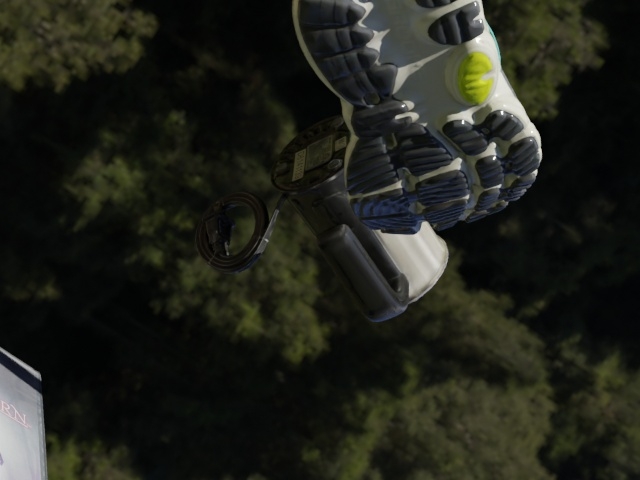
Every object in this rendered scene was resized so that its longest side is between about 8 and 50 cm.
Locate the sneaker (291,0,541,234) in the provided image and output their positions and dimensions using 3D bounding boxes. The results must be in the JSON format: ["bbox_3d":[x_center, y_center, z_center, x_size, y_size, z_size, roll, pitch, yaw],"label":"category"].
[{"bbox_3d":[0.051,-0.096,0.665,0.275,0.107,0.110,71,9,-55],"label":"sneaker"}]

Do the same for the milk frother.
[{"bbox_3d":[0.000,0.000,0.977,0.143,0.135,0.129,-11,-141,34],"label":"milk frother"}]

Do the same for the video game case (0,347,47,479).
[{"bbox_3d":[-0.272,0.129,0.895,0.026,0.196,0.274,-43,-150,13],"label":"video game case"}]
